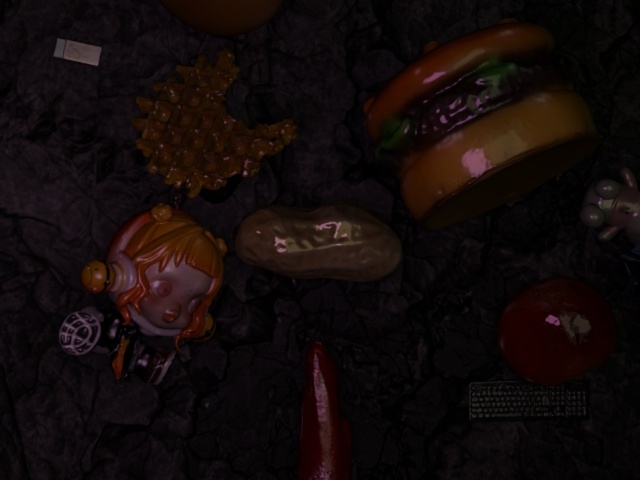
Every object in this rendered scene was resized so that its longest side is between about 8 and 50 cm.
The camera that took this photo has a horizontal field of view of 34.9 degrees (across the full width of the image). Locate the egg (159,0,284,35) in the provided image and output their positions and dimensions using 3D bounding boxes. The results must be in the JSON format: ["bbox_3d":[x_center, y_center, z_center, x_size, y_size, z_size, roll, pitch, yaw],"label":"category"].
[{"bbox_3d":[-0.197,-0.512,1.800,0.250,0.250,0.322,-42,91,-9],"label":"egg"}]

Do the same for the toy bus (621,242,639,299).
[{"bbox_3d":[0.701,0.095,1.953,0.165,0.133,0.271,-42,123,-16],"label":"toy bus"}]

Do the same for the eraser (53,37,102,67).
[{"bbox_3d":[-0.445,-0.344,1.866,0.083,0.019,0.038,12,87,-9],"label":"eraser"}]

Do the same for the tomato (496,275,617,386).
[{"bbox_3d":[0.462,0.169,1.947,0.233,0.139,0.200,-26,86,-10],"label":"tomato"}]

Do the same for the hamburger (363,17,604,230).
[{"bbox_3d":[0.285,-0.218,1.811,0.396,0.396,0.277,-23,80,-10],"label":"hamburger"}]

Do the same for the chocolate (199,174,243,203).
[{"bbox_3d":[-0.188,-0.152,1.874,0.125,0.080,0.148,39,83,-7],"label":"chocolate"}]

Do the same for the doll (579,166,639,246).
[{"bbox_3d":[0.629,-0.058,2.007,0.275,0.113,0.154,12,96,-16],"label":"doll"}]

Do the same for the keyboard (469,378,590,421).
[{"bbox_3d":[0.410,0.311,1.994,0.251,0.017,0.087,1,88,-10],"label":"keyboard"}]

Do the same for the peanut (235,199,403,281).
[{"bbox_3d":[0.000,0.000,1.867,0.313,0.152,0.152,3,87,-8],"label":"peanut"}]

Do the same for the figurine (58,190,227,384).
[{"bbox_3d":[-0.299,0.078,1.788,0.323,0.196,0.320,-53,140,0],"label":"figurine"}]

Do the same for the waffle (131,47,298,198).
[{"bbox_3d":[-0.203,-0.200,1.820,0.260,0.069,0.293,-32,58,-7],"label":"waffle"}]

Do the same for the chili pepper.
[{"bbox_3d":[0.005,0.374,1.876,0.110,0.110,0.387,0,87,-10],"label":"chili pepper"}]
